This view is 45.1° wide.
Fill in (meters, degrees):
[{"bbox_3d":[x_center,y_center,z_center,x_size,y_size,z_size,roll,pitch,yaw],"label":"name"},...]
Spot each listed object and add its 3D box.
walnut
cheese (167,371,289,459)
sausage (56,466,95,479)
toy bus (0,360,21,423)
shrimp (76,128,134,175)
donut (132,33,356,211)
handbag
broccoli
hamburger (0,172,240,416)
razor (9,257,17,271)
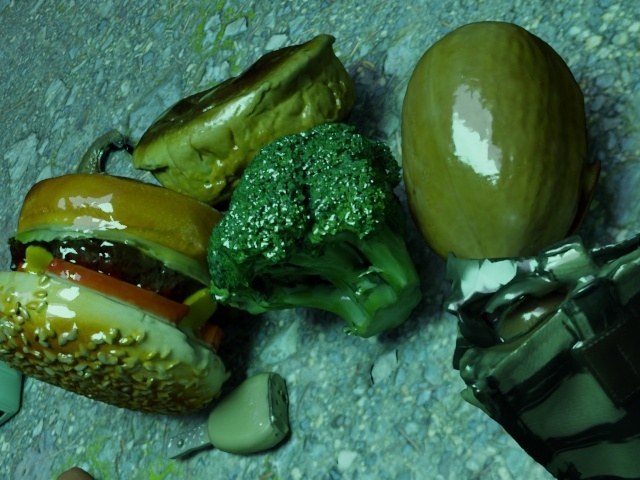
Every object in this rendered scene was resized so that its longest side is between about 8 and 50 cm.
[{"bbox_3d":[0.175,-0.086,0.799,0.203,0.203,0.298,-11,61,37],"label":"walnut"},{"bbox_3d":[-0.122,0.234,0.969,0.192,0.037,0.097,-27,48,26],"label":"cheese"},{"bbox_3d":[-0.312,0.364,1.036,0.154,0.062,0.062,28,84,46],"label":"sausage"},{"bbox_3d":[-0.605,0.195,1.352,0.164,0.133,0.271,-28,51,19],"label":"toy bus"},{"bbox_3d":[-0.402,-0.119,1.437,0.152,0.046,0.219,-36,45,23],"label":"shrimp"},{"bbox_3d":[-0.099,-0.150,1.057,0.329,0.160,0.330,-26,13,6],"label":"donut"},{"bbox_3d":[0.282,0.066,0.512,0.325,0.327,0.163,-34,42,19],"label":"handbag"},{"bbox_3d":[0.000,0.000,0.863,0.265,0.294,0.245,-45,72,-5],"label":"broccoli"},{"bbox_3d":[-0.259,0.079,0.990,0.329,0.330,0.250,-8,61,38],"label":"hamburger"},{"bbox_3d":[-0.523,0.014,1.450,0.148,0.054,0.090,-15,51,33],"label":"razor"}]
